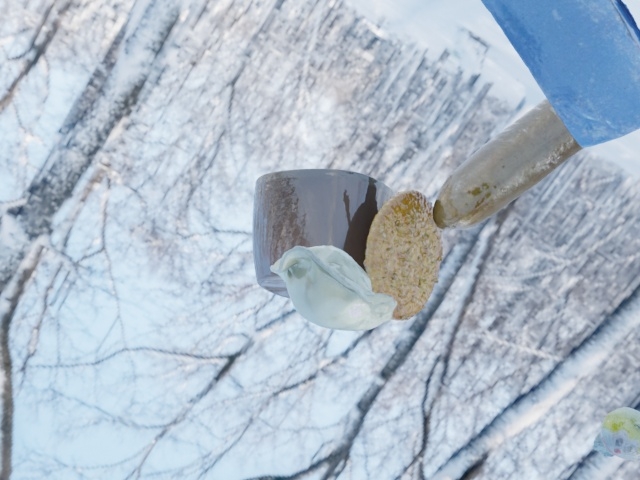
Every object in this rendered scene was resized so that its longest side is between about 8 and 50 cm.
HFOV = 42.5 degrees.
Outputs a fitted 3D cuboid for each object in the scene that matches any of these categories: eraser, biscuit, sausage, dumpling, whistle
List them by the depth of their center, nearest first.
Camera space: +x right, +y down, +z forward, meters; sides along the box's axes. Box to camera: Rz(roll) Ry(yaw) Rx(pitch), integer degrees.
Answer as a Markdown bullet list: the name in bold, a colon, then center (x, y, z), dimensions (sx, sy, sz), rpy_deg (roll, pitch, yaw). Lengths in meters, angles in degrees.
- **eraser**: center (0.314, -0.263, 1.037), dimensions (0.312, 0.144, 0.043), rpy_deg (51, -133, -15)
- **dumpling**: center (0.001, 0.051, 1.043), dimensions (0.169, 0.100, 0.134), rpy_deg (43, 175, 36)
- **biscuit**: center (0.163, 0.028, 1.541), dimensions (0.035, 0.254, 0.254), rpy_deg (5, 175, 38)
- **sausage**: center (0.409, -0.179, 1.548), dimensions (0.123, 0.500, 0.136), rpy_deg (56, 175, -22)
- **whistle**: center (0.698, 0.469, 1.932), dimensions (0.123, 0.123, 0.223), rpy_deg (37, 151, 11)

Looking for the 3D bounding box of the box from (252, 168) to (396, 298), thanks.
- **box**: center (0.000, 0.000, 1.661), dimensions (0.301, 0.216, 0.301), rpy_deg (8, 164, 2)
